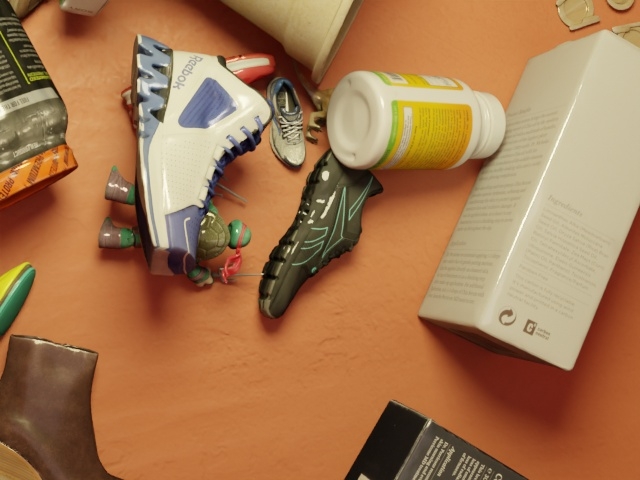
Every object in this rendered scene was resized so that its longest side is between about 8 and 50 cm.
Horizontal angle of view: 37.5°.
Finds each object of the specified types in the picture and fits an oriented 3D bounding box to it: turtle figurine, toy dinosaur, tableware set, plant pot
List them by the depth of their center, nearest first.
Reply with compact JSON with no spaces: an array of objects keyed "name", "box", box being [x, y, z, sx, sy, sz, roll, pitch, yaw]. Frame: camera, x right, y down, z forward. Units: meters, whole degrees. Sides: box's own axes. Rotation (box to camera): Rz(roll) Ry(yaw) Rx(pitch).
[{"name":"plant pot","box":[-0.064,-0.428,1.255,0.305,0.334,0.334,27,83,-2]},{"name":"turtle figurine","box":[-0.181,-0.022,1.300,0.234,0.118,0.175,11,93,-7]},{"name":"toy dinosaur","box":[0.008,-0.193,1.396,0.183,0.053,0.092,33,66,-20]},{"name":"tableware set","box":[0.464,-0.350,1.526,0.141,0.020,0.168,-26,96,-14]}]

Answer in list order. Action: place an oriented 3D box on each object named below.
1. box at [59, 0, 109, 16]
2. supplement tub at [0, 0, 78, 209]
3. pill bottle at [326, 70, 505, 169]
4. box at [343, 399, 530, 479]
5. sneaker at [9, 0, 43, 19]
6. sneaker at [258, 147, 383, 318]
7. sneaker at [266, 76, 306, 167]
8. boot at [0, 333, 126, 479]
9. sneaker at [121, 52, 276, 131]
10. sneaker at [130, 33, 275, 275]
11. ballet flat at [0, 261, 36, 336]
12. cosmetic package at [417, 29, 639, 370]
[{"name":"box","box":[-0.262,-0.476,1.183,0.058,0.232,0.322,9,72,-32]},{"name":"supplement tub","box":[-0.457,-0.206,1.183,0.207,0.207,0.338,-29,96,-13]},{"name":"pill bottle","box":[0.144,-0.170,1.360,0.246,0.136,0.136,-2,90,-34]},{"name":"box","box":[0.167,0.463,1.358,0.312,0.179,0.343,33,82,-11]},{"name":"sneaker","box":[-0.357,-0.374,1.283,0.071,0.066,0.188,28,83,-14]},{"name":"sneaker","box":[0.000,0.000,1.358,0.106,0.101,0.267,29,83,-15]},{"name":"sneaker","box":[-0.049,-0.172,1.368,0.052,0.058,0.135,-15,94,-15]},{"name":"boot","box":[-0.331,0.252,1.271,0.248,0.090,0.207,19,87,-10]},{"name":"sneaker","box":[-0.159,-0.185,1.337,0.221,0.087,0.128,-16,102,-2]},{"name":"sneaker","box":[-0.146,-0.121,1.210,0.182,0.127,0.315,-1,71,-14]},{"name":"ballet flat","box":[-0.460,0.126,1.252,0.077,0.077,0.231,22,86,3]},{"name":"cosmetic package","box":[0.334,-0.056,1.383,0.161,0.230,0.453,26,84,-14]}]
